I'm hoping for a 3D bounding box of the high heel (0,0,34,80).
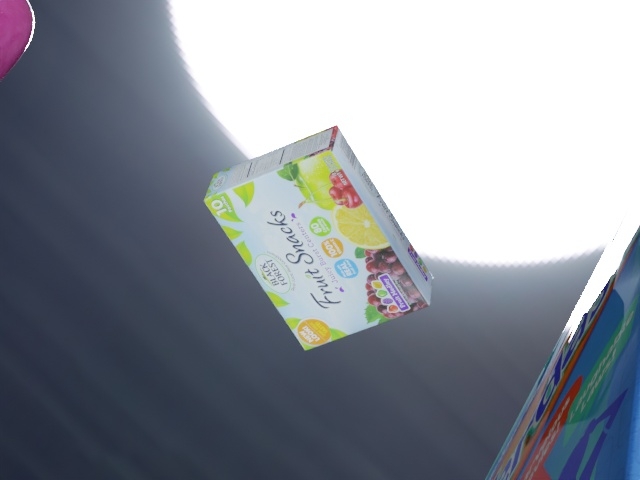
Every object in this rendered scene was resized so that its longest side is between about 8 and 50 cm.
[{"bbox_3d":[-0.194,-0.101,0.784,0.244,0.082,0.117,-13,-27,-46],"label":"high heel"}]

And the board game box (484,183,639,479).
[{"bbox_3d":[0.055,0.083,0.408,0.210,0.047,0.160,-59,-6,-67],"label":"board game box"}]

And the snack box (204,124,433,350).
[{"bbox_3d":[0.000,0.000,1.307,0.100,0.141,0.037,-21,30,23],"label":"snack box"}]
